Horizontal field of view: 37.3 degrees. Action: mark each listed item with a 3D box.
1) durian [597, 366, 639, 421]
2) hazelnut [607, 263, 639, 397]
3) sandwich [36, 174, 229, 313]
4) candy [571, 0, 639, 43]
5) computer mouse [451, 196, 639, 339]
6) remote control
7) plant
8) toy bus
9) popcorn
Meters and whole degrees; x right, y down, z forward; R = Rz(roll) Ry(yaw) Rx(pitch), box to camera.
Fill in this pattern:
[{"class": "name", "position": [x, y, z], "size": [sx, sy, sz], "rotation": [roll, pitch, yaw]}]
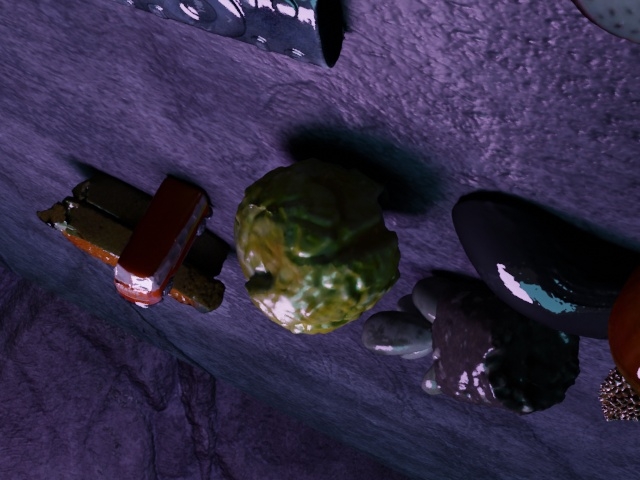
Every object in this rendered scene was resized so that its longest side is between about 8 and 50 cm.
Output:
[{"class": "durian", "position": [0.378, 0.174, 1.124], "size": [0.110, 0.071, 0.140], "rotation": [-8, 164, -34]}, {"class": "hazelnut", "position": [0.344, 0.079, 0.764], "size": [0.210, 0.210, 0.186], "rotation": [26, -174, -3]}, {"class": "sandwich", "position": [-0.269, 0.006, 1.469], "size": [0.292, 0.109, 0.212], "rotation": [27, 169, 2]}, {"class": "candy", "position": [0.184, -0.149, 0.518], "size": [0.103, 0.043, 0.103], "rotation": [23, 162, 8]}, {"class": "computer mouse", "position": [0.244, 0.048, 0.941], "size": [0.264, 0.088, 0.147], "rotation": [20, 164, 7]}, {"class": "remote control", "position": [-0.162, -0.226, 0.763], "size": [0.377, 0.044, 0.107], "rotation": [21, 165, 14]}, {"class": "plant", "position": [0.175, 0.117, 1.124], "size": [0.146, 0.149, 0.274], "rotation": [5, -179, -31]}, {"class": "toy bus", "position": [-0.214, 0.000, 1.266], "size": [0.079, 0.174, 0.077], "rotation": [23, 154, 7]}, {"class": "popcorn", "position": [0.000, 0.000, 1.013], "size": [0.197, 0.198, 0.212], "rotation": [20, -172, 14]}]
